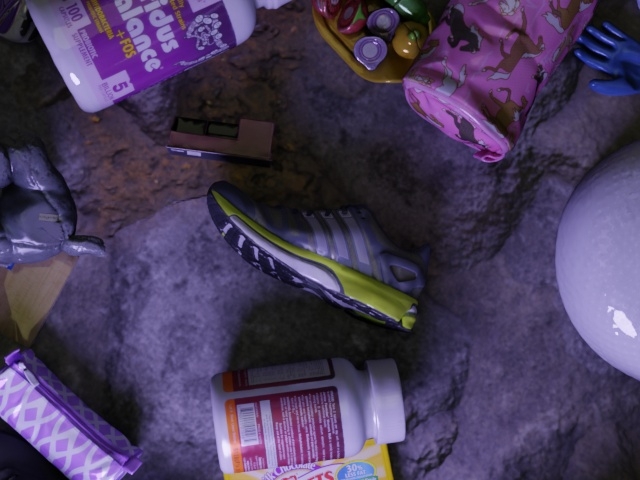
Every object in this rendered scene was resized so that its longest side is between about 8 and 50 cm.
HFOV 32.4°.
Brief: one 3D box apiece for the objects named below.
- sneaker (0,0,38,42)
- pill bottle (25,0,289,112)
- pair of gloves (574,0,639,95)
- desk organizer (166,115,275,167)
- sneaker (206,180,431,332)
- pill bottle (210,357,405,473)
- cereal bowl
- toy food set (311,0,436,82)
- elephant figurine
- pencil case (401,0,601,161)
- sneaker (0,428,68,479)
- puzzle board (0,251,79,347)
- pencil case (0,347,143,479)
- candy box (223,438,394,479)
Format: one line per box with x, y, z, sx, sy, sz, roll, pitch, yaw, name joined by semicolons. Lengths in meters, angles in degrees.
-0.365;-0.331;1.366;0.071;0.068;0.169;22;82;8;sneaker
-0.183;-0.287;1.320;0.302;0.169;0.169;-27;88;-5;pill bottle
0.425;-0.264;1.434;0.159;0.023;0.198;33;83;1;pair of gloves
-0.123;-0.127;1.373;0.130;0.047;0.050;7;83;-3;desk organizer
0.000;0.000;1.353;0.300;0.111;0.121;29;74;-7;sneaker
-0.016;0.205;1.316;0.221;0.121;0.121;-7;86;-4;pill bottle
0.471;0.022;1.355;0.339;0.141;0.338;0;86;-3;cereal bowl
0.058;-0.296;1.386;0.128;0.071;0.218;-44;89;-6;toy food set
-0.387;-0.055;1.304;0.169;0.239;0.186;-19;103;-24;elephant figurine
0.256;-0.288;1.358;0.167;0.160;0.386;32;84;23;pencil case
-0.324;0.325;1.282;0.286;0.130;0.109;40;86;1;sneaker
-0.370;0.054;1.360;0.096;0.011;0.128;28;84;0;puzzle board
-0.307;0.215;1.312;0.206;0.086;0.088;42;129;-3;pencil case
-0.011;0.310;1.355;0.206;0.027;0.105;-11;83;-5;candy box
